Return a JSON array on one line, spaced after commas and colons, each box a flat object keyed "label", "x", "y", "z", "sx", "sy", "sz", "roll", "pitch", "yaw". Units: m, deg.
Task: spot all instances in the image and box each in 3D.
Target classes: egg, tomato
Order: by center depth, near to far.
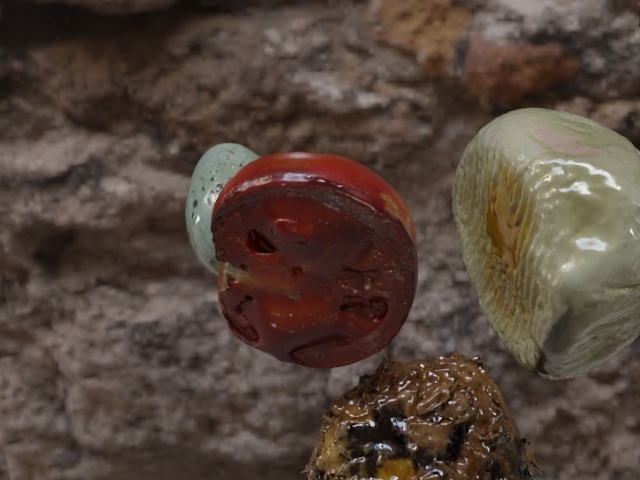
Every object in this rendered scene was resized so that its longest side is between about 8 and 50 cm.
[{"label": "tomato", "x": 0.000, "y": 0.000, "z": 1.399, "sx": 0.200, "sy": 0.233, "sz": 0.140, "roll": 8, "pitch": 40, "yaw": 5}, {"label": "egg", "x": -0.093, "y": -0.033, "z": 1.630, "sx": 0.131, "sy": 0.164, "sz": 0.131, "roll": -21, "pitch": -6, "yaw": -2}]

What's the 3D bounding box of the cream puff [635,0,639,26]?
[{"label": "cream puff", "x": 0.445, "y": -0.268, "z": 1.465, "sx": 0.228, "sy": 0.350, "sz": 0.350, "roll": 0, "pitch": 32, "yaw": -13}]

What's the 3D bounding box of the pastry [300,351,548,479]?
[{"label": "pastry", "x": 0.114, "y": 0.253, "z": 1.500, "sx": 0.275, "sy": 0.275, "sz": 0.193, "roll": -19, "pitch": 34, "yaw": -23}]

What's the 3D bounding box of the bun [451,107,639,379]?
[{"label": "bun", "x": 0.213, "y": 0.004, "z": 1.198, "sx": 0.153, "sy": 0.244, "sz": 0.244, "roll": -11, "pitch": 35, "yaw": -11}]
